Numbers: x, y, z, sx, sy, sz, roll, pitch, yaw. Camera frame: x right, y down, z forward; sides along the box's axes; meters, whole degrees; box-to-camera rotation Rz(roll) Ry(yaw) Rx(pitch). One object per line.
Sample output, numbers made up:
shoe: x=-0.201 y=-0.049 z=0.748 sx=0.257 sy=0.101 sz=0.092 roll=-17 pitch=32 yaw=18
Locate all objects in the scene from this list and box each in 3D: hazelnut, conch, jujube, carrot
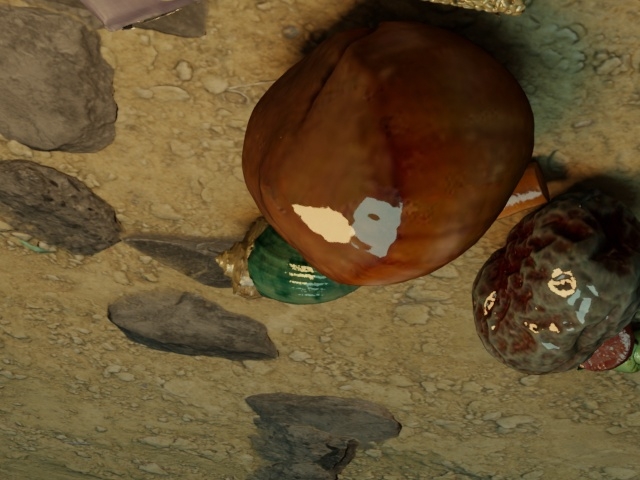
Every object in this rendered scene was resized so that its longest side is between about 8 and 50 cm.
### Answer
hazelnut: x=0.085 y=-0.103 z=1.355 sx=0.372 sy=0.316 sz=0.372 roll=-6 pitch=177 yaw=0
conch: x=0.001 y=-0.003 z=1.622 sx=0.196 sy=0.202 sz=0.134 roll=3 pitch=-179 yaw=-24
jujube: x=0.354 y=0.063 z=1.596 sx=0.226 sy=0.226 sz=0.317 roll=15 pitch=142 yaw=-9
conch: x=0.499 y=0.187 z=1.894 sx=0.170 sy=0.079 sz=0.106 roll=-12 pitch=129 yaw=35
carrot: x=0.232 y=-0.061 z=1.568 sx=0.193 sy=0.087 sz=0.087 roll=-22 pitch=136 yaw=32
conch: x=-0.064 y=0.027 z=1.737 sx=0.207 sy=0.130 sz=0.155 roll=3 pitch=163 yaw=-16

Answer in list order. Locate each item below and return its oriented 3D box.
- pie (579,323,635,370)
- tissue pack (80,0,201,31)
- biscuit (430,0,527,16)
pie: x=0.457 y=0.153 z=1.825 sx=0.154 sy=0.036 sz=0.155 roll=20 pitch=129 yaw=26
tissue pack: x=-0.226 y=-0.391 z=1.129 sx=0.242 sy=0.125 sz=0.344 roll=-11 pitch=142 yaw=29
biscuit: x=0.157 y=-0.303 z=1.204 sx=0.168 sy=0.082 sz=0.070 roll=10 pitch=146 yaw=1
